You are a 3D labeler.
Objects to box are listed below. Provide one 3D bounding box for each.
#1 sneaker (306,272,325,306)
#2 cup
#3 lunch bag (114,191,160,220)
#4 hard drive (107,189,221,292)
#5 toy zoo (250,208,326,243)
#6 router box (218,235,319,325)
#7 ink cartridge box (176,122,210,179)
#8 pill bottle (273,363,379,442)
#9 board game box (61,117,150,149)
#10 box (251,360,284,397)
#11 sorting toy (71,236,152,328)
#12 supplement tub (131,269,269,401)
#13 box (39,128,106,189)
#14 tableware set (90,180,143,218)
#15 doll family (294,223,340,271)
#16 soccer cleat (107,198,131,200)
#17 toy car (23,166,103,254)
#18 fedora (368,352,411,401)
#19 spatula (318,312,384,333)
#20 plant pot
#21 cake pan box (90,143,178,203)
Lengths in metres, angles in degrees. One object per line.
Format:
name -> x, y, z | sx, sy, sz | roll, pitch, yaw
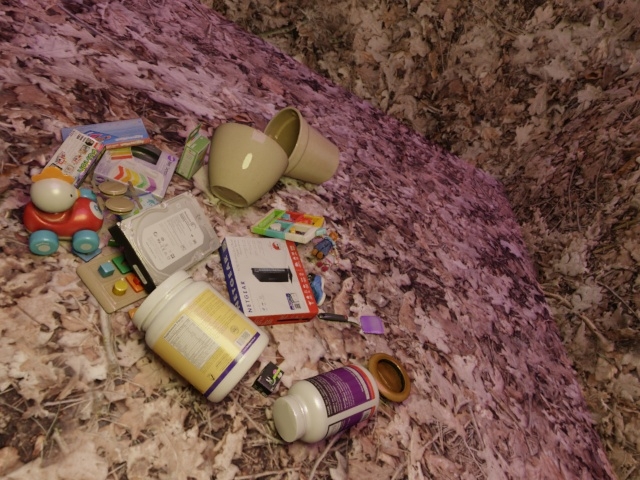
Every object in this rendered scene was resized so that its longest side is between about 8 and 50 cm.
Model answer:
sneaker -> -0.028, 0.190, 1.663 | 0.084, 0.058, 0.152 | 29, 36, -21
cup -> -0.323, -0.277, 1.711 | 0.330, 0.331, 0.237 | 26, 70, -16
lunch bag -> -0.612, -0.080, 1.435 | 0.129, 0.096, 0.151 | 45, 30, 5
hard drive -> -0.496, -0.009, 1.394 | 0.237, 0.064, 0.339 | 63, 30, -11
toy zoo -> -0.113, -0.061, 1.723 | 0.292, 0.030, 0.192 | 11, 31, 20
router box -> -0.195, 0.147, 1.556 | 0.300, 0.082, 0.336 | 3, 52, -36
ink cartridge box -> -0.503, -0.357, 1.685 | 0.062, 0.209, 0.109 | 31, 41, -7
pill bottle -> 0.019, 0.509, 1.310 | 0.322, 0.181, 0.182 | -3, 55, -40
board game box -> -0.789, -0.385, 1.547 | 0.281, 0.027, 0.145 | -16, 51, -23
box -> -0.166, 0.440, 1.331 | 0.062, 0.052, 0.083 | 39, 41, -2
sorting toy -> -0.610, 0.110, 1.297 | 0.348, 0.047, 0.196 | 48, 40, 9
supplement tub -> -0.341, 0.268, 1.207 | 0.331, 0.241, 0.241 | 41, 40, 2
box -> -0.835, -0.266, 1.419 | 0.114, 0.036, 0.207 | 28, 65, -15
tableware set -> -0.666, -0.134, 1.367 | 0.128, 0.039, 0.194 | -5, 38, -36
doll family -> 0.000, 0.000, 1.815 | 0.263, 0.118, 0.163 | 41, 39, 1
soccer cleat -> -0.702, -0.138, 1.471 | 0.083, 0.029, 0.036 | -23, 74, -42
toy car -> -0.751, -0.116, 1.228 | 0.210, 0.238, 0.219 | -2, 51, -30
fedora -> 0.242, 0.516, 1.556 | 0.194, 0.079, 0.194 | 21, 37, -17
spatula -> 0.123, 0.321, 1.682 | 0.296, 0.030, 0.084 | 16, 44, -26
plant pot -> -0.087, -0.420, 2.022 | 0.305, 0.333, 0.334 | 19, 43, -40
cake pan box -> -0.684, -0.269, 1.577 | 0.245, 0.070, 0.267 | 24, 41, -21
